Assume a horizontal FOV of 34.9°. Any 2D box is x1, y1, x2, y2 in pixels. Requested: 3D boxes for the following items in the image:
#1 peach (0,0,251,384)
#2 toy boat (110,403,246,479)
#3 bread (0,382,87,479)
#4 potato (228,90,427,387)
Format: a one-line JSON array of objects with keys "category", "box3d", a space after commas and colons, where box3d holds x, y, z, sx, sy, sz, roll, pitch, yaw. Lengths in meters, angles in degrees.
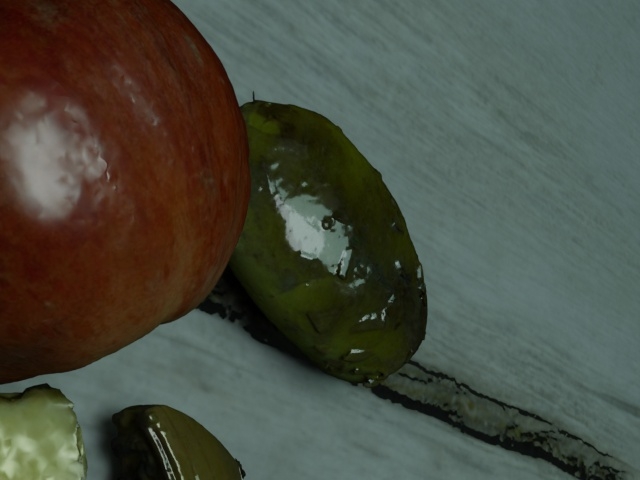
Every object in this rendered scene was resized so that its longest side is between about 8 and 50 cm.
[{"category": "peach", "box3d": [-0.162, -0.060, 0.546, 0.232, 0.232, 0.257, -26, 105, -44]}, {"category": "toy boat", "box3d": [-0.101, 0.267, 0.655, 0.121, 0.089, 0.321, -3, 87, -43]}, {"category": "bread", "box3d": [-0.213, 0.190, 0.442, 0.263, 0.198, 0.236, 1, 99, -42]}, {"category": "potato", "box3d": [0.000, 0.000, 0.777, 0.149, 0.113, 0.251, -41, 114, -36]}]
